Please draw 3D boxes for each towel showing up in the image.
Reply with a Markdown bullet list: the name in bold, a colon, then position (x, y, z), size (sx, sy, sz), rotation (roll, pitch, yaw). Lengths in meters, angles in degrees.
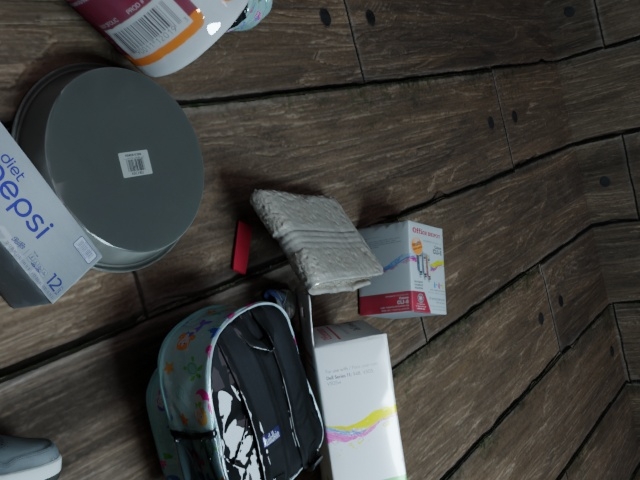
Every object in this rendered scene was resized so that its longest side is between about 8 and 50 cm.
- **towel**: position (0.000, 0.000, 1.193), size (0.187, 0.049, 0.282), rotation (55, 21, 17)

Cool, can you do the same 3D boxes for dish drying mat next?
- **dish drying mat**: position (-0.128, 0.012, 1.161), size (0.032, 0.008, 0.083), rotation (25, 63, -46)

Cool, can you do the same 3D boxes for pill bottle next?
- **pill bottle**: position (-0.283, -0.415, 0.893), size (0.392, 0.224, 0.224), rotation (44, 52, -37)

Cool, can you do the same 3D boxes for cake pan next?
- **cake pan**: position (-0.271, -0.104, 0.977), size (0.293, 0.054, 0.294), rotation (13, 73, -49)

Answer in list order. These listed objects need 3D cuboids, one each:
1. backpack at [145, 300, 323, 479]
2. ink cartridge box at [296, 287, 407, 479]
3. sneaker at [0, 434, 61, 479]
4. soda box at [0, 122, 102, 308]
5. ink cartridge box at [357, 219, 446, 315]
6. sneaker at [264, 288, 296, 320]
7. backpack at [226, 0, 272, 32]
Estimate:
- **backpack**: position (-0.120, 0.212, 0.983), size (0.225, 0.191, 0.254), rotation (-29, 113, -55)
- **ink cartridge box**: position (0.047, 0.247, 1.148), size (0.119, 0.207, 0.354), rotation (-9, 91, -7)
- **sneaker**: position (-0.394, 0.165, 0.726), size (0.295, 0.123, 0.179), rotation (16, 80, -47)
- **soda box**: position (-0.380, -0.060, 0.800), size (0.286, 0.098, 0.091), rotation (59, 45, -24)
- **ink cartridge box**: position (0.159, 0.060, 1.403), size (0.128, 0.127, 0.176), rotation (11, 73, -49)
- **sneaker**: position (-0.077, 0.142, 1.170), size (0.058, 0.052, 0.135), rotation (22, 57, -38)
- **backpack**: position (-0.148, -0.422, 1.127), size (0.115, 0.151, 0.182), rotation (-34, 114, -53)
